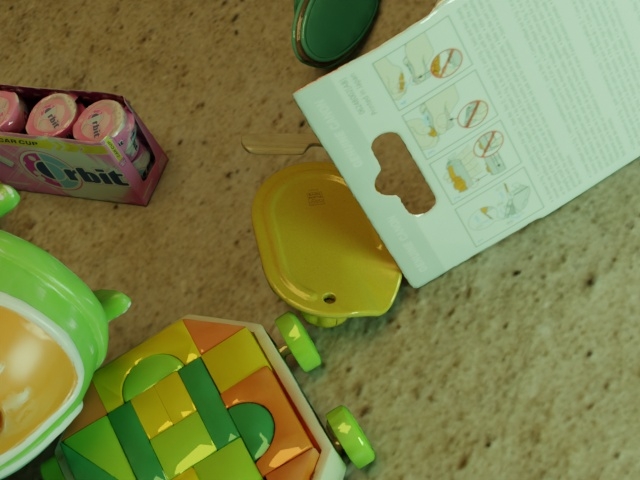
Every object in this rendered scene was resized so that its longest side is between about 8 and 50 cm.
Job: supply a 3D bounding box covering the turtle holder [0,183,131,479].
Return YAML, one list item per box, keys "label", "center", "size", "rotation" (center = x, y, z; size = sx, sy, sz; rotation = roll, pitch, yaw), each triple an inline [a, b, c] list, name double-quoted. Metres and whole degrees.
- label: "turtle holder"
  center: [-0.349, 0.098, 1.645]
  size: [0.320, 0.243, 0.227]
  rotation: [8, 58, 24]

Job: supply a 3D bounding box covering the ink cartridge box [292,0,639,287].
- label: "ink cartridge box"
  center: [0.179, -0.160, 1.611]
  size: [0.385, 0.308, 0.091]
  rotation: [-32, 50, 2]

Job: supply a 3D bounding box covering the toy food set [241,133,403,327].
- label: "toy food set"
  center: [0.000, 0.000, 1.742]
  size: [0.128, 0.071, 0.218]
  rotation: [-6, 53, -9]

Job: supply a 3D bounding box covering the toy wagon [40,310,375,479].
- label: "toy wagon"
  center: [-0.087, 0.215, 1.619]
  size: [0.267, 0.068, 0.344]
  rotation: [-32, 50, 1]

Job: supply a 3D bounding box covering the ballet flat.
- label: "ballet flat"
  center: [0.023, -0.269, 1.920]
  size: [0.087, 0.083, 0.247]
  rotation: [-4, 51, 52]

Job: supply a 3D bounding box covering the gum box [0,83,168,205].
- label: "gum box"
  center: [-0.253, -0.097, 1.890]
  size: [0.188, 0.107, 0.062]
  rotation: [7, 60, 28]
